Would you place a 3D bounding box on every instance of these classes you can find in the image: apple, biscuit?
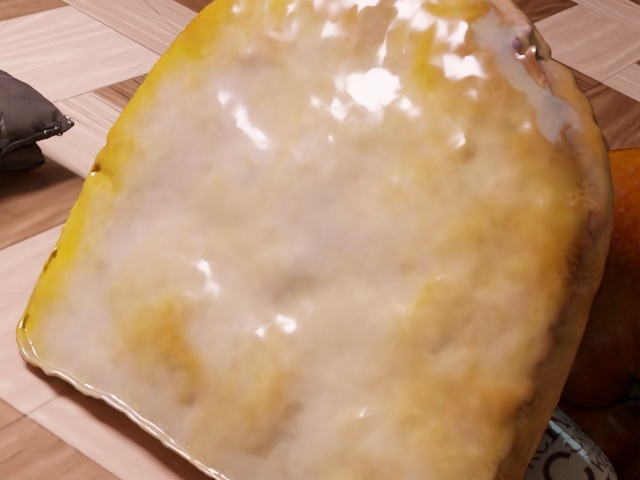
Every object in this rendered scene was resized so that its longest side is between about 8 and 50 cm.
[{"bbox_3d":[0.293,0.064,1.281,0.288,0.288,0.317,18,40,-4],"label":"apple"},{"bbox_3d":[0.001,0.000,1.104,0.429,0.446,0.104,21,-3,29],"label":"biscuit"}]

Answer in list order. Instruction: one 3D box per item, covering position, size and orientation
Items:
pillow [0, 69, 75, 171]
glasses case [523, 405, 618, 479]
[{"bbox_3d":[-0.426,-0.142,1.362,0.326,0.101,0.228,31,26,16],"label":"pillow"},{"bbox_3d":[0.078,0.122,1.140,0.354,0.137,0.085,44,10,26],"label":"glasses case"}]
